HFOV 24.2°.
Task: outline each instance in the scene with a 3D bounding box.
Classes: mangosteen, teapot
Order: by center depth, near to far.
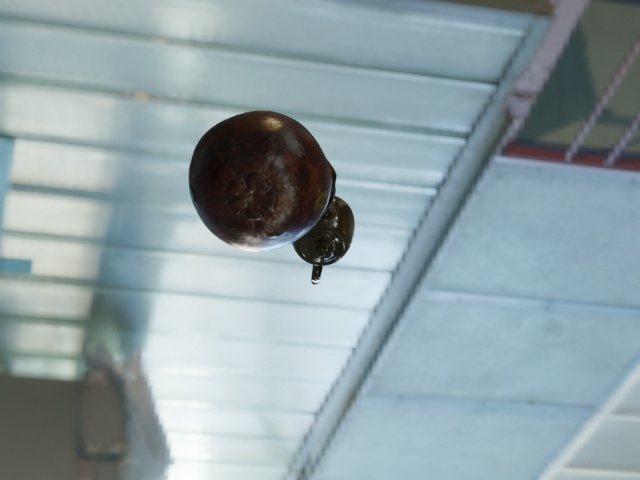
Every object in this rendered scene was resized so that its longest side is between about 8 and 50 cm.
[{"bbox_3d":[-0.067,-0.062,1.576,0.146,0.156,0.181,-46,-167,-5],"label":"mangosteen"},{"bbox_3d":[0.000,0.000,1.713,0.068,0.076,0.121,-86,-175,-53],"label":"teapot"}]
